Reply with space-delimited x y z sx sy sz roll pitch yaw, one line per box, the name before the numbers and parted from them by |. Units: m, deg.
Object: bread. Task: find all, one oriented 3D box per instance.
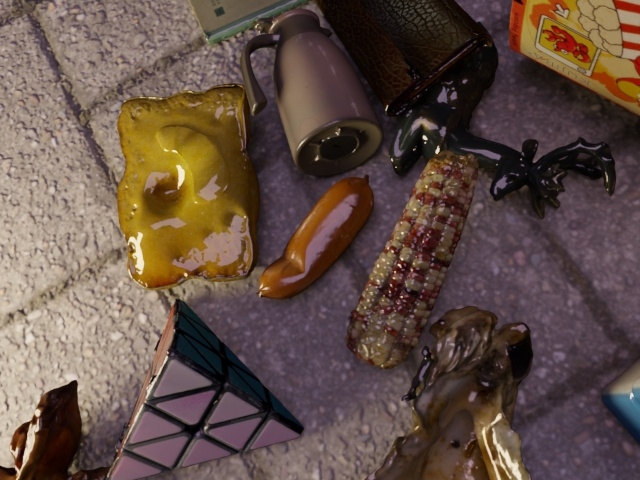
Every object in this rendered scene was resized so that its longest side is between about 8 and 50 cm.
bread | -0.148 -0.058 0.774 0.160 0.088 0.233 -6 75 13

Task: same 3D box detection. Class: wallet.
wallet | 0.084 -0.257 0.772 0.132 0.039 0.243 -34 49 12

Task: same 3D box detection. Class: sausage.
sausage | 0.000 0.000 0.748 0.183 0.054 0.062 -52 41 -6

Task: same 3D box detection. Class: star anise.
star anise | -0.299 0.269 0.694 0.196 0.111 0.213 -22 78 10

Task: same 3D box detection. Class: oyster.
oyster | 0.114 0.217 0.622 0.197 0.133 0.337 7 71 12

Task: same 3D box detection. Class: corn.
corn | 0.097 0.018 0.692 0.079 0.079 0.237 22 93 15

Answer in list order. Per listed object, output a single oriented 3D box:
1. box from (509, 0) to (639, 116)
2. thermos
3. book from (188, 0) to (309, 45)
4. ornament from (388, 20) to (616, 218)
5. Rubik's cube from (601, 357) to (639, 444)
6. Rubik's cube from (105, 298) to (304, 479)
box | 0.348 -0.241 0.598 0.283 0.259 0.214 34 86 17
thermos | -0.021 -0.181 0.773 0.137 0.105 0.193 -9 65 -20
book | -0.058 -0.399 0.893 0.282 0.025 0.215 -25 72 -1
ornament | 0.219 -0.132 0.740 0.236 0.080 0.202 21 81 17
Rubik's cube | 0.451 0.141 0.500 0.291 0.290 0.292 -37 74 -4
Rubik's cube | -0.112 0.193 0.698 0.178 0.211 0.191 26 96 -11
